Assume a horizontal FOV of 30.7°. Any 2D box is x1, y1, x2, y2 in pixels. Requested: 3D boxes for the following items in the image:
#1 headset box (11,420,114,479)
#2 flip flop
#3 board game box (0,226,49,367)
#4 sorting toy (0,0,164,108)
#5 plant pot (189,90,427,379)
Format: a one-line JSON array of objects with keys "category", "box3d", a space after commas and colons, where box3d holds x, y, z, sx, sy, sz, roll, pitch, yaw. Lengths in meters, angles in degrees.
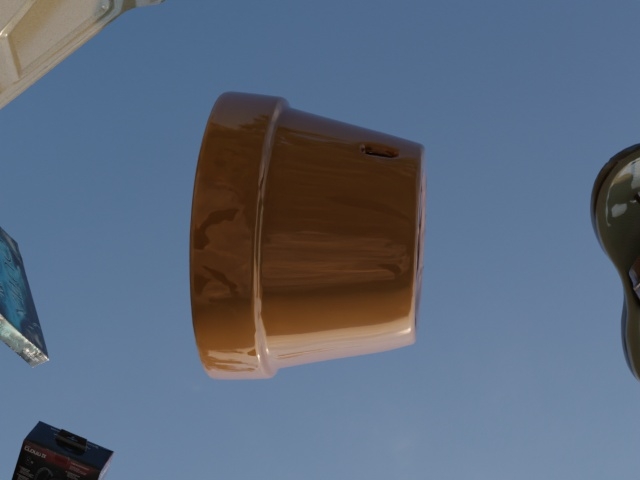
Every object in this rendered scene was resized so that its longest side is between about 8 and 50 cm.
[{"category": "headset box", "box3d": [-0.193, 0.177, 0.858, 0.062, 0.032, 0.083, 21, -69, 2]}, {"category": "flip flop", "box3d": [0.337, 0.033, 1.141, 0.112, 0.080, 0.277, -18, -68, -13]}, {"category": "board game box", "box3d": [-0.381, 0.048, 1.392, 0.026, 0.126, 0.186, -26, -124, 2]}, {"category": "sorting toy", "box3d": [-0.171, -0.135, 0.542, 0.229, 0.307, 0.041, -38, -99, -16]}, {"category": "plant pot", "box3d": [0.000, 0.000, 1.163, 0.203, 0.291, 0.291, 3, -83, 8]}]
